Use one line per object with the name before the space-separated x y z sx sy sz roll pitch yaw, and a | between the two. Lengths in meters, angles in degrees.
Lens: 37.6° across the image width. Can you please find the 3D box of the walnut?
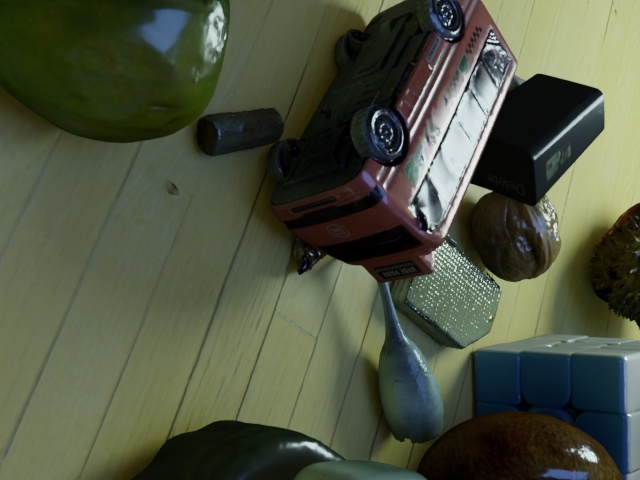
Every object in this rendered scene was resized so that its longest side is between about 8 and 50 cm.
walnut | 0.347 -0.010 1.664 0.155 0.155 0.184 -46 125 -40

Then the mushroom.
mushroom | 0.306 0.422 1.454 0.345 0.345 0.260 35 38 -43

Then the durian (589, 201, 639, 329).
durian | 0.754 0.063 1.999 0.384 0.347 0.348 -54 127 -39

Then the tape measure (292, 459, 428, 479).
tape measure | 0.038 0.363 1.022 0.243 0.125 0.246 33 66 -48

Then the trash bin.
trash bin | 0.367 -0.183 1.632 0.225 0.165 0.115 -39 133 -29

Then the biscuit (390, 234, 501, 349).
biscuit | 0.214 0.090 1.580 0.252 0.052 0.150 38 65 -40

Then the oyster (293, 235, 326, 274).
oyster | 0.001 0.000 1.350 0.086 0.029 0.132 33 63 -44

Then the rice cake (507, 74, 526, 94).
rice cake | 0.303 -0.280 1.684 0.399 0.064 0.070 12 87 -49

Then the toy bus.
toy bus | 0.112 -0.159 1.324 0.233 0.203 0.427 45 53 -26

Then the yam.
yam | -0.104 -0.142 1.216 0.132 0.054 0.054 -18 102 -49

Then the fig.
fig | -0.244 -0.204 0.984 0.314 0.233 0.233 -16 105 -4

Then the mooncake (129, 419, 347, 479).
mooncake | -0.093 0.391 1.107 0.356 0.194 0.357 7 80 -47

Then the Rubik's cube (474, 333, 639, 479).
Rubik's cube | 0.471 0.329 1.690 0.291 0.290 0.292 -2 89 -49

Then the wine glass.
wine glass | 0.191 0.146 1.393 0.096 0.264 0.310 -44 122 -60
